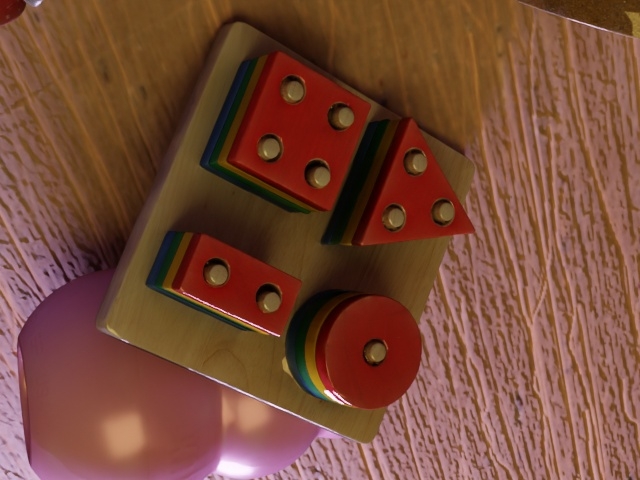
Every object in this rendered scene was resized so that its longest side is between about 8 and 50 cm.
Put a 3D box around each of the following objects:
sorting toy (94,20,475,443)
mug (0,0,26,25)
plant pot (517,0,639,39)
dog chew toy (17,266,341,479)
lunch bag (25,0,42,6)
[{"bbox_3d":[0.000,0.000,0.957,0.255,0.089,0.257,28,77,-28],"label":"sorting toy"},{"bbox_3d":[-0.261,-0.237,0.803,0.150,0.113,0.169,4,124,-16],"label":"mug"},{"bbox_3d":[0.233,-0.274,0.813,0.237,0.237,0.254,7,111,-16],"label":"plant pot"},{"bbox_3d":[-0.086,0.119,1.069,0.332,0.206,0.206,-4,129,-17],"label":"dog chew toy"},{"bbox_3d":[-0.161,-0.314,0.659,0.169,0.287,0.235,-26,127,37],"label":"lunch bag"}]
